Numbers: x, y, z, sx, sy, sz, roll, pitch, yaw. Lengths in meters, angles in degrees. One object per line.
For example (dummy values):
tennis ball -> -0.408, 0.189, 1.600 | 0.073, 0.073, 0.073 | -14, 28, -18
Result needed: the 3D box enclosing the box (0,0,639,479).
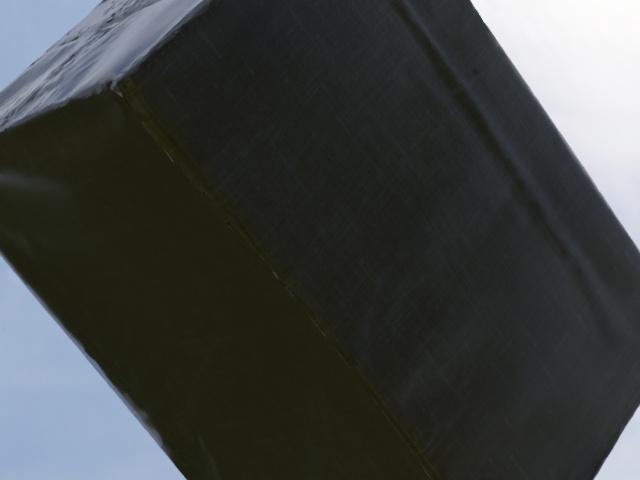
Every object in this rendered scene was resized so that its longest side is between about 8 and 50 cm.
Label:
box -> 0.000, 0.000, 0.649 | 0.149, 0.155, 0.231 | -13, -60, 50
